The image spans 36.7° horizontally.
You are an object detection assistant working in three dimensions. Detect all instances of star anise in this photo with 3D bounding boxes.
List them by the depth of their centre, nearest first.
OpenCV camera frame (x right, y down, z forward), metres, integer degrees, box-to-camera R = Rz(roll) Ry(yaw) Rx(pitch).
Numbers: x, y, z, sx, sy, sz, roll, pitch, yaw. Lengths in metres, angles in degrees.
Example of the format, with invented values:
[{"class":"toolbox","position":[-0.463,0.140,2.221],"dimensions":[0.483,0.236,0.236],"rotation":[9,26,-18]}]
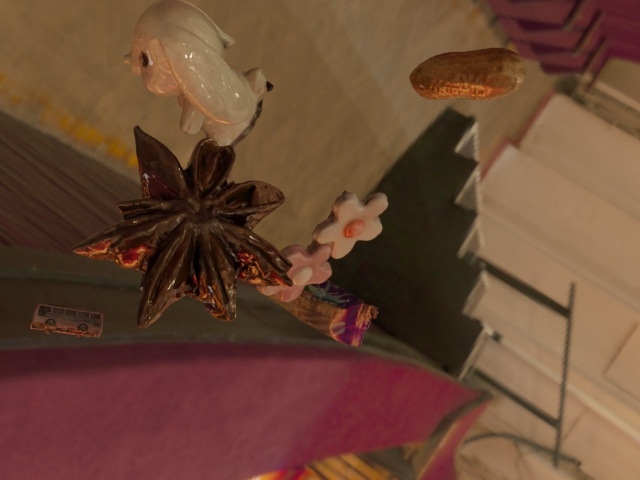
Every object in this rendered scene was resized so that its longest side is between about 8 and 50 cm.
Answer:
[{"class":"star anise","position":[-0.184,-0.020,1.311],"dimensions":[0.315,0.315,0.108],"rotation":[-47,175,-28]}]

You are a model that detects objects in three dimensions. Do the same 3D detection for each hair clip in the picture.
[{"class":"hair clip","position":[0.004,0.005,1.592],"dimensions":[0.257,0.075,0.146],"rotation":[-47,153,0]}]

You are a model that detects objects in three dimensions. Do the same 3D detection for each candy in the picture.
[{"class":"candy","position":[-0.015,0.114,1.928],"dimensions":[0.070,0.275,0.145],"rotation":[-48,161,-42]}]

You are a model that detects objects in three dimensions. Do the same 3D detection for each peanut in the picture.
[{"class":"peanut","position":[0.281,-0.312,1.845],"dimensions":[0.108,0.226,0.095],"rotation":[47,46,-61]}]

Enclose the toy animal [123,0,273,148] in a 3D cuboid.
[{"class":"toy animal","position":[-0.209,-0.295,1.718],"dimensions":[0.174,0.249,0.289],"rotation":[-33,163,14]}]

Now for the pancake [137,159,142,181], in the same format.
[{"class":"pancake","position":[-0.260,-0.014,1.846],"dimensions":[0.065,0.356,0.356],"rotation":[-29,159,-6]}]

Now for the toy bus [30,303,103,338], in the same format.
[{"class":"toy bus","position":[-0.480,0.152,1.829],"dimensions":[0.037,0.131,0.052],"rotation":[127,-31,-54]}]
